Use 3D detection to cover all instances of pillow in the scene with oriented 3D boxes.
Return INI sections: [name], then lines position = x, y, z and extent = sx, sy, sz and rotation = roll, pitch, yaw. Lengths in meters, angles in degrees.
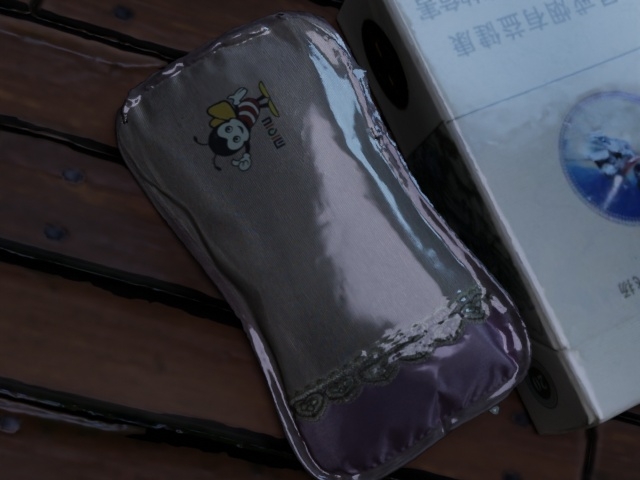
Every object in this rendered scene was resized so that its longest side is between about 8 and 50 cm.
[pillow]
position = 0.000, 0.000, 0.506
extent = 0.131, 0.038, 0.232
rotation = -31, 85, 4

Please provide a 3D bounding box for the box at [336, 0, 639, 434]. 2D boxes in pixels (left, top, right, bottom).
[box]
position = 0.139, -0.049, 0.549
extent = 0.164, 0.069, 0.256
rotation = -22, 81, -18
